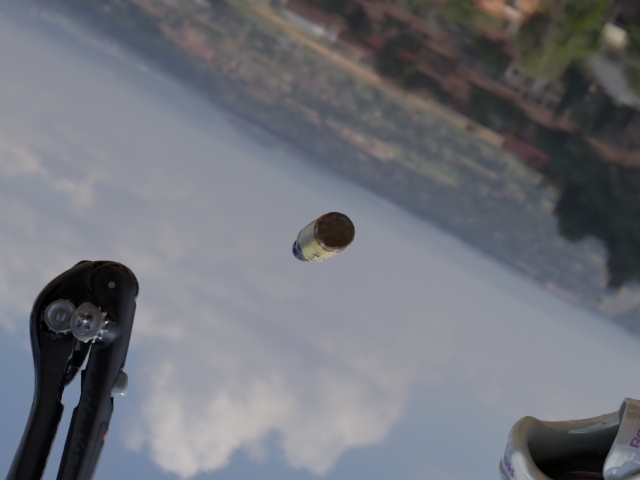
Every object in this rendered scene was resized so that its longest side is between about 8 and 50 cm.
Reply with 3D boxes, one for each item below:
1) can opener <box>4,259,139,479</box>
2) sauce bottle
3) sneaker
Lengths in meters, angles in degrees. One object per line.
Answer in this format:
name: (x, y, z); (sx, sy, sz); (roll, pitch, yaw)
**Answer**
can opener: (-0.136, 0.098, 0.877); (0.059, 0.186, 0.073); (7, 165, 11)
sauce bottle: (0.000, 0.000, 1.613); (0.042, 0.042, 0.128); (28, 167, -8)
sneaker: (0.265, 0.184, 1.114); (0.305, 0.114, 0.152); (3, 135, 19)
